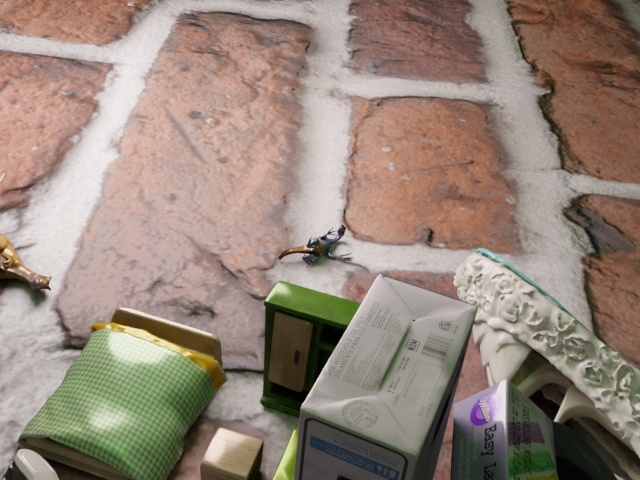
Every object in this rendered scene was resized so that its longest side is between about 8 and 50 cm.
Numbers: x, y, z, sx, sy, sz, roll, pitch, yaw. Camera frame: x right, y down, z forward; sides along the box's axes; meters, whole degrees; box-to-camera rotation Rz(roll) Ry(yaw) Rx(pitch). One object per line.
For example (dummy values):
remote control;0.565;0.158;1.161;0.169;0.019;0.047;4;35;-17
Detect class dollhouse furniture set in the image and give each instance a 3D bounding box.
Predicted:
dollhouse furniture set;-0.132;0.138;0.878;0.302;0.151;0.197;15;39;10

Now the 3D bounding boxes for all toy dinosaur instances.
toy dinosaur;0.000;0.000;1.166;0.090;0.047;0.082;8;19;17
toy dinosaur;-0.411;0.006;1.089;0.112;0.064;0.211;-8;47;-46

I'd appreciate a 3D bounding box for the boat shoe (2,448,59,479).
boat shoe;-0.255;0.249;0.812;0.125;0.038;0.046;39;6;26

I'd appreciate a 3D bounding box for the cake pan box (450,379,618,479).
cake pan box;0.204;0.280;0.716;0.246;0.070;0.266;44;33;-21

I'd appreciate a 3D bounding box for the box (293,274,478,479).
box;0.044;0.194;0.726;0.087;0.289;0.169;18;41;15

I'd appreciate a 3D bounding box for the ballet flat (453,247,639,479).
ballet flat;0.268;0.159;0.942;0.147;0.146;0.409;-23;48;-33
